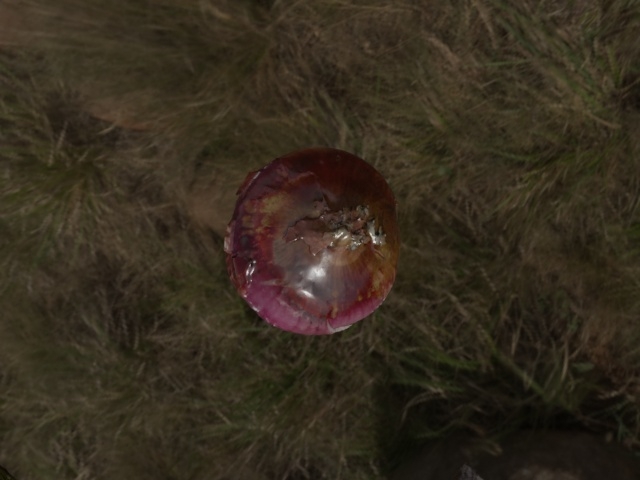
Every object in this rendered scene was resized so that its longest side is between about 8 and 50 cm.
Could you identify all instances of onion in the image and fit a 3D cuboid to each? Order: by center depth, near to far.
[{"bbox_3d":[0.000,0.000,0.977,0.230,0.163,0.229,-1,92,-14],"label":"onion"}]

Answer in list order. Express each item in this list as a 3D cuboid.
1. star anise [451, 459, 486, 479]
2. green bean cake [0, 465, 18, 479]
[{"bbox_3d":[0.227,0.478,1.278,0.099,0.214,0.219,9,125,36],"label":"star anise"},{"bbox_3d":[-0.540,0.454,1.131,0.310,0.202,0.285,39,98,-20],"label":"green bean cake"}]
